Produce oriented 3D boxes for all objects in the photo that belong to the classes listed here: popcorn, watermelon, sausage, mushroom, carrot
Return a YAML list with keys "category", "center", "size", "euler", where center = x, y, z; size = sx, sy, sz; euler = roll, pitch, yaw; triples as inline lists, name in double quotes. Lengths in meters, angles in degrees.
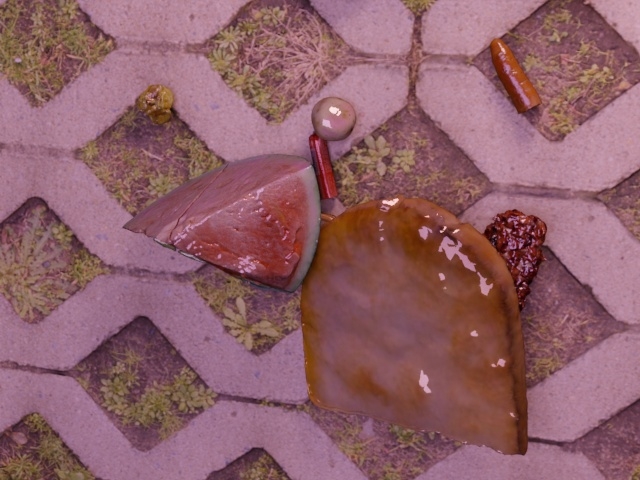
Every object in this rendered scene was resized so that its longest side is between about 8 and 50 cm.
- category: "popcorn"
  center: [-0.306, -0.256, 1.989]
  size: [0.059, 0.068, 0.083]
  euler: [39, 140, 49]
- category: "watermelon"
  center: [-0.151, -0.003, 1.909]
  size: [0.319, 0.292, 0.222]
  euler: [-31, 108, -12]
- category: "sausage"
  center: [0.003, -0.140, 1.931]
  size: [0.034, 0.034, 0.129]
  euler: [-12, 93, 16]
- category: "mushroom"
  center: [0.022, -0.217, 1.898]
  size: [0.083, 0.083, 0.067]
  euler: [50, 150, 4]
- category: "carrot"
  center: [0.329, -0.285, 1.821]
  size: [0.048, 0.048, 0.139]
  euler: [-30, 86, 17]

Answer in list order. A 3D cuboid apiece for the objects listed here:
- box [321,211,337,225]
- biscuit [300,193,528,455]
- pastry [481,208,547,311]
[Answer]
- category: "box"
  center: [0.000, 0.000, 1.948]
  size: [0.105, 0.037, 0.105]
  euler: [2, 97, 14]
- category: "biscuit"
  center: [0.148, 0.138, 1.844]
  size: [0.429, 0.104, 0.446]
  euler: [3, 107, 34]
- category: "pastry"
  center: [0.320, 0.045, 1.835]
  size: [0.115, 0.097, 0.208]
  euler: [15, 103, -7]
